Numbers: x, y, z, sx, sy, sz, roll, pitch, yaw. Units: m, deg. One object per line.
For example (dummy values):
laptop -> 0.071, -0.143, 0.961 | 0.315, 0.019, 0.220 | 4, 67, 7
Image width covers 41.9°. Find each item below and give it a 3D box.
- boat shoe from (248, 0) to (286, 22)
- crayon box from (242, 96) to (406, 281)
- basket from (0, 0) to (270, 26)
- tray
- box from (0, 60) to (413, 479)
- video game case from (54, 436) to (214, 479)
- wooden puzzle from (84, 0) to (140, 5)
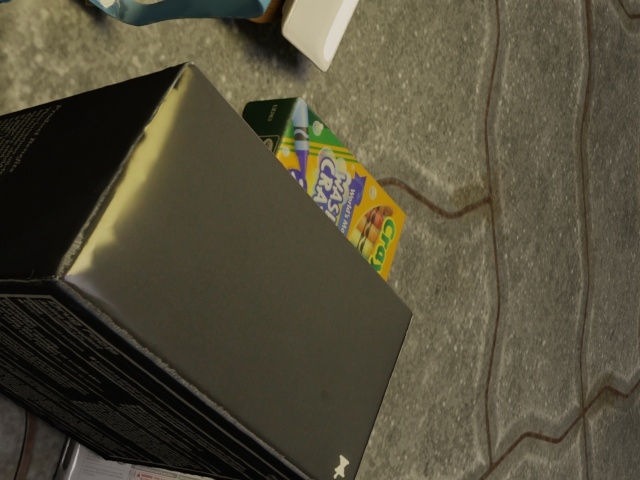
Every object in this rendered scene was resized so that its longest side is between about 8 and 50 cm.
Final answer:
boat shoe -> -0.031, -0.349, 0.994 | 0.285, 0.089, 0.104 | -48, 153, -39
crayon box -> 0.000, 0.000, 1.034 | 0.323, 0.083, 0.203 | 43, 58, -46
basket -> -0.196, -0.255, 0.618 | 0.289, 0.255, 0.201 | 38, 73, -39
tray -> 0.027, -0.341, 0.970 | 0.270, 0.030, 0.145 | -65, 158, 1
box -> -0.136, 0.047, 0.651 | 0.296, 0.294, 0.182 | 48, 54, -37
video game case -> -0.168, 0.206, 0.863 | 0.212, 0.023, 0.193 | 34, 65, -48
wooden puzzle -> -0.206, -0.263, 0.806 | 0.116, 0.014, 0.078 | -7, 101, -53
